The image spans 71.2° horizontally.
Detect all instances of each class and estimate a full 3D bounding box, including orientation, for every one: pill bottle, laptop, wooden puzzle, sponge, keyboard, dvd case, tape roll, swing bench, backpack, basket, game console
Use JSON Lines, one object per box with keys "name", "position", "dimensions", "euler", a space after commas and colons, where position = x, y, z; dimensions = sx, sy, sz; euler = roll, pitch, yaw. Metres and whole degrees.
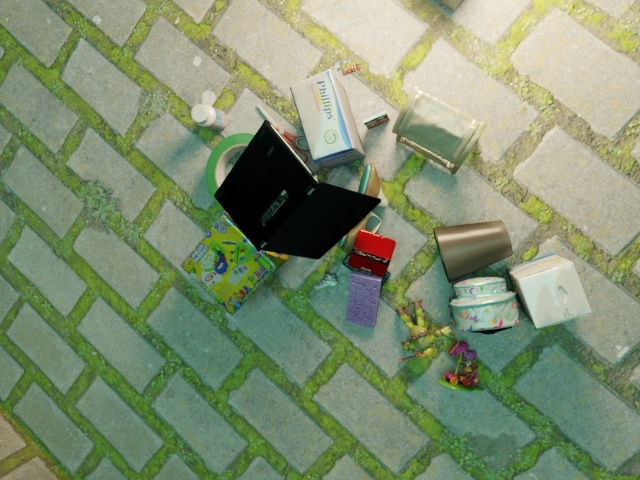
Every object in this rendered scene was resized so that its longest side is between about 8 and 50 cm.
{"name": "pill bottle", "position": [-0.432, -0.478, 1.734], "dimensions": [0.087, 0.160, 0.087], "euler": [1, 94, 14]}
{"name": "laptop", "position": [-0.088, -0.145, 1.535], "dimensions": [0.408, 0.236, 0.382], "euler": [50, 127, 5]}
{"name": "wooden puzzle", "position": [0.104, -0.650, 1.664], "dimensions": [0.083, 0.006, 0.049], "euler": [-16, 90, 15]}
{"name": "sponge", "position": [0.161, 0.223, 1.678], "dimensions": [0.117, 0.031, 0.210], "euler": [11, 115, 14]}
{"name": "keyboard", "position": [0.180, 0.095, 1.697], "dimensions": [0.180, 0.023, 0.108], "euler": [34, 101, 8]}
{"name": "dvd case", "position": [0.201, -0.430, 1.599], "dimensions": [0.087, 0.119, 0.013], "euler": [-21, 89, 16]}
{"name": "tape roll", "position": [-0.290, -0.257, 1.760], "dimensions": [0.321, 0.077, 0.322], "euler": [1, 94, 15]}
{"name": "swing bench", "position": [0.387, -0.358, 1.488], "dimensions": [0.253, 0.254, 0.165], "euler": [32, 101, 10]}
{"name": "backpack", "position": [0.543, 0.219, 1.495], "dimensions": [0.225, 0.253, 0.191], "euler": [-10, 92, 16]}
{"name": "basket", "position": [0.526, 0.020, 1.542], "dimensions": [0.226, 0.154, 0.205], "euler": [-17, 92, 11]}
{"name": "game console", "position": [0.185, 0.047, 1.623], "dimensions": [0.143, 0.085, 0.124], "euler": [19, 139, 5]}

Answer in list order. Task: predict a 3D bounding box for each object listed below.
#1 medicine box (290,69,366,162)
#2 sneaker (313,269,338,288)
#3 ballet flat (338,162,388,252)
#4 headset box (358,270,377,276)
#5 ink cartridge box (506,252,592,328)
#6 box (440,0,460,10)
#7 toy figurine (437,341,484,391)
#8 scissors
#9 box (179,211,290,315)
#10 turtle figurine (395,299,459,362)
{"name": "medicine box", "position": [0.035, -0.405, 1.554], "dimensions": [0.149, 0.289, 0.264], "euler": [-17, 90, 15]}
{"name": "sneaker", "position": [0.016, 0.149, 1.737], "dimensions": [0.098, 0.038, 0.069], "euler": [-12, 90, 5]}
{"name": "ballet flat", "position": [0.173, -0.107, 1.646], "dimensions": [0.124, 0.116, 0.343], "euler": [17, 99, -8]}
{"name": "headset box", "position": [0.187, 0.115, 1.669], "dimensions": [0.062, 0.032, 0.083], "euler": [41, 110, 6]}
{"name": "ink cartridge box", "position": [0.731, 0.158, 1.453], "dimensions": [0.168, 0.232, 0.171], "euler": [-22, 89, 15]}
{"name": "box", "position": [0.415, -0.890, 1.476], "dimensions": [0.181, 0.182, 0.119], "euler": [40, 103, 8]}
{"name": "toy figurine", "position": [0.517, 0.447, 1.604], "dimensions": [0.173, 0.130, 0.159], "euler": [11, 88, -9]}
{"name": "scissors", "position": [-0.158, -0.413, 1.742], "dimensions": [0.297, 0.021, 0.109], "euler": [36, 104, 7]}
{"name": "box", "position": [-0.318, 0.072, 1.700], "dimensions": [0.279, 0.177, 0.290], "euler": [45, 113, -2]}
{"name": "turtle figurine", "position": [0.349, 0.338, 1.627], "dimensions": [0.269, 0.087, 0.217], "euler": [-33, 73, 39]}
